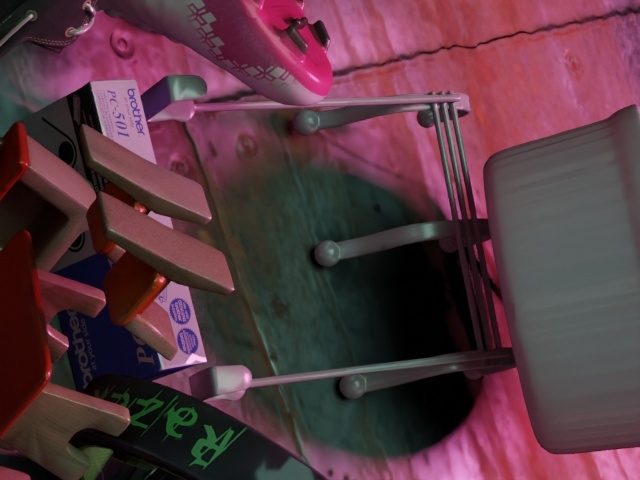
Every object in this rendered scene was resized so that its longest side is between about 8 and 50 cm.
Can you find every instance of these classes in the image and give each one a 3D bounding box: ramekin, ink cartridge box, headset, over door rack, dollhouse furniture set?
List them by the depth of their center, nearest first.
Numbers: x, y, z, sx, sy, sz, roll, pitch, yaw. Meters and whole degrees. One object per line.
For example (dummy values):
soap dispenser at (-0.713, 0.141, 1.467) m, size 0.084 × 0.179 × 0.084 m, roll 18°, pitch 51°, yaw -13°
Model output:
dollhouse furniture set at (-0.204, 0.032, 1.237) m, size 0.135 × 0.262 × 0.259 m, roll 30°, pitch 22°, yaw -30°
headset at (-0.043, 0.242, 1.323) m, size 0.185 × 0.243 × 0.394 m, roll -58°, pitch 139°, yaw -21°
ink cartridge box at (-0.149, -0.001, 1.388) m, size 0.046 × 0.097 × 0.207 m, roll -8°, pitch 80°, yaw -45°
over door rack at (0.000, 0.000, 1.525) m, size 0.324 × 0.108 × 0.239 m, roll -1°, pitch 76°, yaw -41°
ramekin at (0.218, 0.039, 1.578) m, size 0.277 × 0.135 × 0.277 m, roll -12°, pitch 90°, yaw -82°

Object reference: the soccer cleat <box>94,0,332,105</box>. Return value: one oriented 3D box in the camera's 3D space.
soccer cleat at (-0.132, -0.206, 1.438) m, size 0.331 × 0.143 × 0.116 m, roll 49°, pitch 18°, yaw -1°

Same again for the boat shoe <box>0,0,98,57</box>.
boat shoe at (-0.185, -0.170, 1.351) m, size 0.079 × 0.233 × 0.084 m, roll 61°, pitch 6°, yaw -15°
